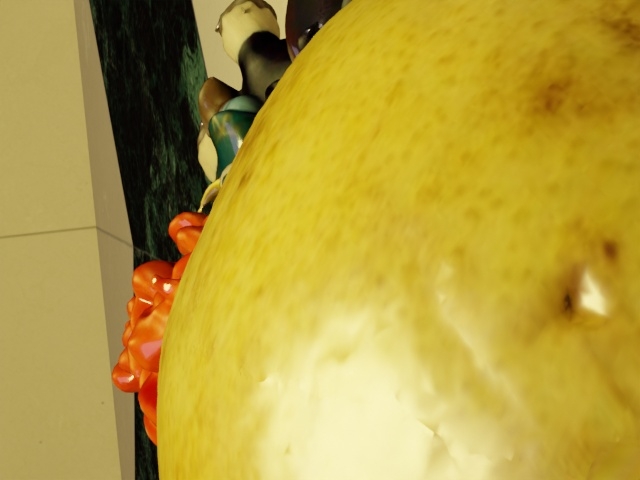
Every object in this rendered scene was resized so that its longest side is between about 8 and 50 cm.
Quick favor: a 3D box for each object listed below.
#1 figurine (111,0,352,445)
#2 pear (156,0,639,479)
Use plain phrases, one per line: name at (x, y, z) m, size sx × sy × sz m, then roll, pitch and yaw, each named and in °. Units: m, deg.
figurine at (0.003, -0.011, 0.913) m, size 0.306 × 0.241 × 0.411 m, roll -39°, pitch 37°, yaw 43°
pear at (0.094, 0.050, 0.450) m, size 0.314 × 0.314 × 0.314 m, roll 173°, pitch 90°, yaw -73°
